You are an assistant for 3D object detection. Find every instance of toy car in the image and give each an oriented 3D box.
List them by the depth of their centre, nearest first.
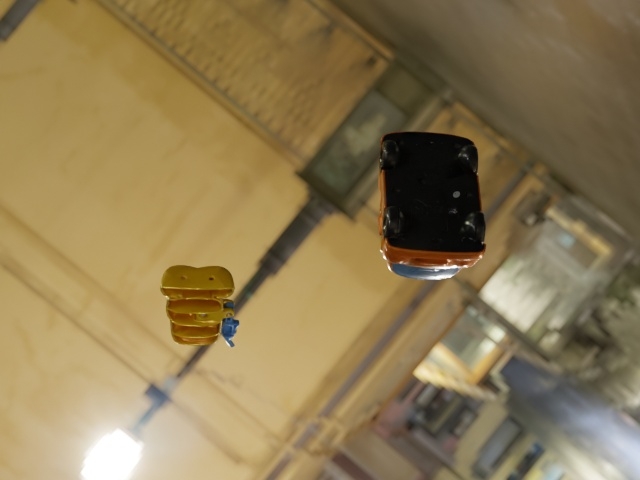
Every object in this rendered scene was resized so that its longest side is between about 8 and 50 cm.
[{"bbox_3d":[0.000,0.000,0.522,0.040,0.122,0.060,97,157,-47],"label":"toy car"}]
